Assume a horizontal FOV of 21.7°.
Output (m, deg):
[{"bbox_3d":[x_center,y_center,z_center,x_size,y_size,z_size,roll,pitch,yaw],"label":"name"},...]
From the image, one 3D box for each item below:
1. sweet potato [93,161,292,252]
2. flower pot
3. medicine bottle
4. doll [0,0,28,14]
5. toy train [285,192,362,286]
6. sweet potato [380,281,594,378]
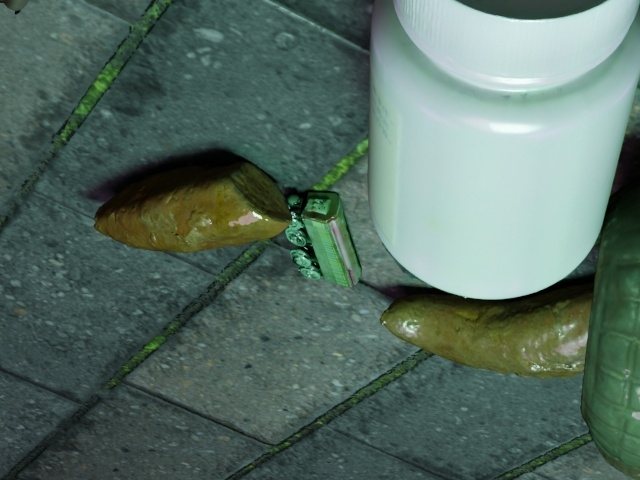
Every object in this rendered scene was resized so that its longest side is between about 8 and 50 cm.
[{"bbox_3d":[-0.139,-0.033,1.745,0.251,0.097,0.097,-4,145,38],"label":"sweet potato"},{"bbox_3d":[0.352,0.084,1.517,0.213,0.302,0.302,7,148,11],"label":"flower pot"},{"bbox_3d":[0.144,-0.126,1.330,0.213,0.214,0.379,11,150,7],"label":"medicine bottle"},{"bbox_3d":[-0.308,-0.263,1.408,0.182,0.117,0.257,40,145,-26],"label":"doll"},{"bbox_3d":[0.000,0.000,1.774,0.071,0.038,0.148,6,149,17],"label":"toy train"},{"bbox_3d":[0.234,0.098,1.775,0.341,0.092,0.114,-6,127,31],"label":"sweet potato"}]
